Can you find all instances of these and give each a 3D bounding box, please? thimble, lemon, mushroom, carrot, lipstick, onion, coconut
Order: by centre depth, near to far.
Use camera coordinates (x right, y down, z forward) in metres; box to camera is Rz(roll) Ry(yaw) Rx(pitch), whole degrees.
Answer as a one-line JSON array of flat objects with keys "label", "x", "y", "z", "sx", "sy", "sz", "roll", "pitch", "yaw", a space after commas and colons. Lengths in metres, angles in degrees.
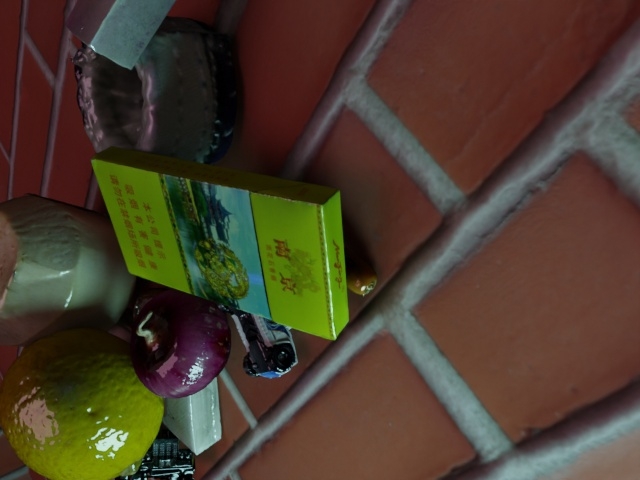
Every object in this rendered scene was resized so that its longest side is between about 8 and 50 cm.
[{"label": "lipstick", "x": -0.162, "y": -0.345, "z": 0.596, "sx": 0.068, "sy": 0.066, "sz": 0.317, "roll": 42, "pitch": 101, "yaw": 26}, {"label": "carrot", "x": 0.000, "y": 0.000, "z": 0.677, "sx": 0.190, "sy": 0.037, "sz": 0.037, "roll": 43, "pitch": 131, "yaw": 32}, {"label": "thimble", "x": -0.226, "y": -0.204, "z": 0.758, "sx": 0.238, "sy": 0.150, "sz": 0.237, "roll": 17, "pitch": 115, "yaw": 40}, {"label": "onion", "x": -0.231, "y": 0.165, "z": 0.885, "sx": 0.177, "sy": 0.154, "sz": 0.177, "roll": 12, "pitch": 107, "yaw": 46}, {"label": "lemon", "x": -0.403, "y": 0.279, "z": 0.934, "sx": 0.267, "sy": 0.267, "sz": 0.267, "roll": 18, "pitch": 116, "yaw": 42}, {"label": "mushroom", "x": -0.306, "y": 0.146, "z": 1.018, "sx": 0.123, "sy": 0.052, "sz": 0.123, "roll": -14, "pitch": 66, "yaw": 35}, {"label": "coconut", "x": -0.518, "y": 0.065, "z": 1.064, "sx": 0.323, "sy": 0.323, "sz": 0.322, "roll": 18, "pitch": 116, "yaw": 42}]

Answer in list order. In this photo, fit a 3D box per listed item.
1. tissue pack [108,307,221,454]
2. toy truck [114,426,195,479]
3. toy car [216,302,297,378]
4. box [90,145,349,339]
[{"label": "tissue pack", "x": -0.318, "y": 0.265, "z": 1.077, "sx": 0.326, "sy": 0.071, "sz": 0.170, "roll": 19, "pitch": 119, "yaw": 41}, {"label": "toy truck", "x": -0.336, "y": 0.433, "z": 1.106, "sx": 0.257, "sy": 0.127, "sz": 0.127, "roll": 145, "pitch": 129, "yaw": -59}, {"label": "toy car", "x": -0.087, "y": 0.110, "z": 0.778, "sx": 0.080, "sy": 0.070, "sz": 0.170, "roll": -26, "pitch": 86, "yaw": 47}, {"label": "box", "x": -0.126, "y": -0.003, "z": 0.667, "sx": 0.335, "sy": 0.047, "sz": 0.186, "roll": 13, "pitch": 127, "yaw": 26}]
